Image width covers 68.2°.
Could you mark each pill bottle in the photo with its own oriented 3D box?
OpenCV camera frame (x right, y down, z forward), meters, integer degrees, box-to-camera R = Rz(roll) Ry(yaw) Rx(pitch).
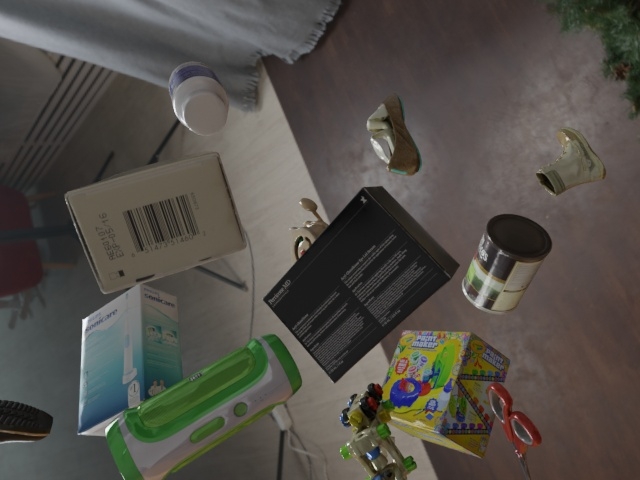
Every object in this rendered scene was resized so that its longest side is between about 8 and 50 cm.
[{"bbox_3d":[-0.249,-0.290,0.974,0.112,0.111,0.187,-66,31,25],"label":"pill bottle"}]

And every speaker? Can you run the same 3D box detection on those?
[{"bbox_3d":[-0.181,0.270,0.773,0.131,0.296,0.131,48,153,33],"label":"speaker"}]

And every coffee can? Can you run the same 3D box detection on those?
[{"bbox_3d":[0.605,0.081,1.558,0.201,0.201,0.276,37,142,28],"label":"coffee can"}]

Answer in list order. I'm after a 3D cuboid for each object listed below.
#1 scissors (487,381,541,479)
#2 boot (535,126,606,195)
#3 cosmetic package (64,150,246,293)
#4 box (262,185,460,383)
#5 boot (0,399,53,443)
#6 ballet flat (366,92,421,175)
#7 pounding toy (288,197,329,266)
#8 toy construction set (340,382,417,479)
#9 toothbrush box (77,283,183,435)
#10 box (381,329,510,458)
[{"bbox_3d":[0.335,0.345,0.812,0.109,0.021,0.297,49,168,47],"label":"scissors"},{"bbox_3d":[0.730,-0.242,1.438,0.164,0.077,0.213,-22,56,7],"label":"boot"},{"bbox_3d":[-0.202,-0.045,0.621,0.309,0.160,0.113,-147,40,-70],"label":"cosmetic package"},{"bbox_3d":[0.060,0.068,0.761,0.184,0.103,0.261,47,113,10],"label":"box"},{"bbox_3d":[-0.521,0.313,0.699,0.077,0.197,0.137,15,88,68],"label":"boot"},{"bbox_3d":[0.211,-0.329,1.447,0.116,0.123,0.343,92,171,-56],"label":"ballet flat"},{"bbox_3d":[0.000,0.000,1.557,0.154,0.154,0.270,28,131,42],"label":"pounding toy"},{"bbox_3d":[0.137,0.472,1.125,0.151,0.328,0.215,-34,82,-2],"label":"toy construction set"},{"bbox_3d":[-0.457,0.287,1.140,0.216,0.126,0.296,-31,54,18],"label":"toothbrush box"},{"bbox_3d":[0.342,0.424,1.362,0.290,0.177,0.279,-17,42,59],"label":"box"}]
